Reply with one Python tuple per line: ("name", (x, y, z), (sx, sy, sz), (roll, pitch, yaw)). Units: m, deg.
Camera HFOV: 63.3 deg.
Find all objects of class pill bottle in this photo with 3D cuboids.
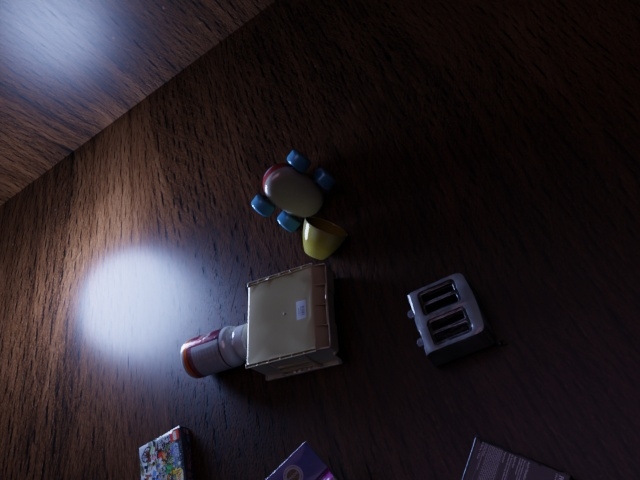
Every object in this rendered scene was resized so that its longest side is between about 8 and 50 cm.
("pill bottle", (-0.290, 0.321, 1.525), (0.221, 0.121, 0.121), (-22, 54, 21))

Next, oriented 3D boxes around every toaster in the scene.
("toaster", (0.311, 0.186, 1.223), (0.186, 0.110, 0.168), (-26, 53, 18))

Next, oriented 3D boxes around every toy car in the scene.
("toy car", (-0.108, -0.193, 1.676), (0.219, 0.210, 0.238), (-50, 35, 13))

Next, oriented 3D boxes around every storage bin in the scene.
("storage bin", (-0.071, 0.222, 1.442), (0.260, 0.123, 0.262), (-18, 55, 22))

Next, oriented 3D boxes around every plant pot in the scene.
("plant pot", (0.000, 0.000, 1.536), (0.134, 0.134, 0.095), (37, 111, 41))

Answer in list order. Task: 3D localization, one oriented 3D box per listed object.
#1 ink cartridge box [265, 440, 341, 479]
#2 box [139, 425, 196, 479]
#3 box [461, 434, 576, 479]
("ink cartridge box", (-0.039, 0.636, 1.014), (0.324, 0.071, 0.330), (-42, 75, -11))
("box", (-0.430, 0.668, 1.461), (0.159, 0.044, 0.233), (-32, 51, 13))
("box", (0.354, 0.541, 0.990), (0.184, 0.103, 0.261), (12, 70, 40))
